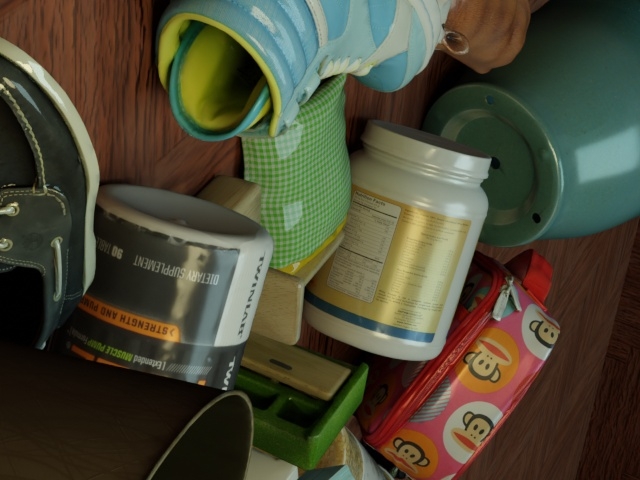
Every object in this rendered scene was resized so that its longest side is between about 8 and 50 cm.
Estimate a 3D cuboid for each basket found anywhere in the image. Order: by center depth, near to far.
[{"bbox_3d":[-0.180,0.130,0.842,0.204,0.227,0.154,-63,160,-22],"label":"basket"}]

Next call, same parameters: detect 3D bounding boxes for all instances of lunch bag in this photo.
[{"bbox_3d":[0.149,0.115,1.723,0.258,0.120,0.293,-51,-173,3],"label":"lunch bag"}]

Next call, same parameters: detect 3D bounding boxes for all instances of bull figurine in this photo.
[{"bbox_3d":[0.131,-0.245,1.537,0.310,0.101,0.188,10,98,-71],"label":"bull figurine"}]

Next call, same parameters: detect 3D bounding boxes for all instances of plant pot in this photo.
[{"bbox_3d":[0.254,-0.117,1.797,0.255,0.272,0.271,-28,137,-44],"label":"plant pot"}]

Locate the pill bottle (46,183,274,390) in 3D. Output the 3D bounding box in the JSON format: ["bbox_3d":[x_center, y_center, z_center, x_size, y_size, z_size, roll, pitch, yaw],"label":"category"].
[{"bbox_3d":[-0.123,0.095,1.119,0.130,0.130,0.245,-14,122,-68],"label":"pill bottle"}]

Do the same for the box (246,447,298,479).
[{"bbox_3d":[-0.092,0.240,1.360,0.091,0.130,0.170,-56,157,-34],"label":"box"}]

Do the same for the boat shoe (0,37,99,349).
[{"bbox_3d":[-0.175,-0.019,0.929,0.079,0.084,0.233,-57,161,-36],"label":"boat shoe"}]

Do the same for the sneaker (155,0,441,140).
[{"bbox_3d":[-0.022,-0.138,1.186,0.208,0.127,0.319,-67,152,-14],"label":"sneaker"}]

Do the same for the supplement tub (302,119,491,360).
[{"bbox_3d":[0.073,-0.001,1.555,0.144,0.144,0.199,-7,116,-70],"label":"supplement tub"}]

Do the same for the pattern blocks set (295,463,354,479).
[{"bbox_3d":[-0.130,0.248,1.114,0.325,0.285,0.026,-38,104,-51],"label":"pattern blocks set"}]

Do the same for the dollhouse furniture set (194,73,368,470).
[{"bbox_3d":[0.000,0.000,1.337,0.301,0.151,0.197,-50,153,-47],"label":"dollhouse furniture set"}]

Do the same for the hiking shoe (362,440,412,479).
[{"bbox_3d":[0.091,0.248,1.995,0.114,0.086,0.227,-47,148,-21],"label":"hiking shoe"}]

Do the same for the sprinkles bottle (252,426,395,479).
[{"bbox_3d":[0.004,0.249,1.655,0.121,0.121,0.355,-65,161,-13],"label":"sprinkles bottle"}]
